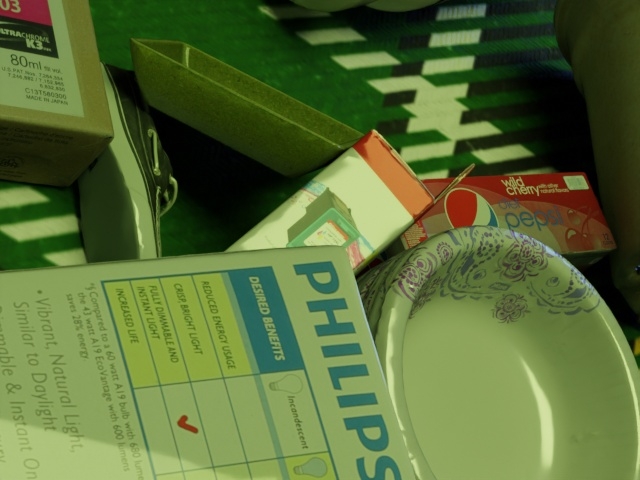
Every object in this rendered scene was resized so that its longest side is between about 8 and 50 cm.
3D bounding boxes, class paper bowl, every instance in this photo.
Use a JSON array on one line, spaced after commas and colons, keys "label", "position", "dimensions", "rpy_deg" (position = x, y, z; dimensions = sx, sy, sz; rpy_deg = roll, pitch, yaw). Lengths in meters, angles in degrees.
[{"label": "paper bowl", "position": [0.114, 0.142, 1.481], "dimensions": [0.284, 0.148, 0.284], "rpy_deg": [18, 60, -34]}]

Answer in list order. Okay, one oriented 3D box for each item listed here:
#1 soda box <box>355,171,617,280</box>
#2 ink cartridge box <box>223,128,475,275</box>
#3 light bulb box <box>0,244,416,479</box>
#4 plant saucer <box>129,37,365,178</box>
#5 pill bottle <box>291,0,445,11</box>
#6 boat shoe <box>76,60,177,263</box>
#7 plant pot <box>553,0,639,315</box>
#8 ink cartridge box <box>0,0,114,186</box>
[{"label": "soda box", "position": [0.134, -0.002, 1.657], "dimensions": [0.263, 0.092, 0.083], "rpy_deg": [-3, 65, -41]}, {"label": "ink cartridge box", "position": [0.000, 0.000, 1.451], "dimensions": [0.231, 0.134, 0.078], "rpy_deg": [-40, 88, -20]}, {"label": "light bulb box", "position": [-0.135, 0.215, 1.130], "dimensions": [0.361, 0.225, 0.358], "rpy_deg": [-4, 64, -27]}, {"label": "plant saucer", "position": [-0.061, -0.103, 1.529], "dimensions": [0.188, 0.045, 0.188], "rpy_deg": [27, 9, 5]}, {"label": "pill bottle", "position": [0.108, -0.333, 1.787], "dimensions": [0.363, 0.210, 0.210], "rpy_deg": [-24, 78, -46]}, {"label": "boat shoe", "position": [-0.147, -0.050, 1.470], "dimensions": [0.070, 0.078, 0.219], "rpy_deg": [7, 55, -35]}, {"label": "plant pot", "position": [0.388, -0.089, 1.786], "dimensions": [0.333, 0.334, 0.305], "rpy_deg": [21, 57, -28]}, {"label": "ink cartridge box", "position": [-0.288, -0.152, 1.420], "dimensions": [0.234, 0.088, 0.193], "rpy_deg": [6, 59, -36]}]
